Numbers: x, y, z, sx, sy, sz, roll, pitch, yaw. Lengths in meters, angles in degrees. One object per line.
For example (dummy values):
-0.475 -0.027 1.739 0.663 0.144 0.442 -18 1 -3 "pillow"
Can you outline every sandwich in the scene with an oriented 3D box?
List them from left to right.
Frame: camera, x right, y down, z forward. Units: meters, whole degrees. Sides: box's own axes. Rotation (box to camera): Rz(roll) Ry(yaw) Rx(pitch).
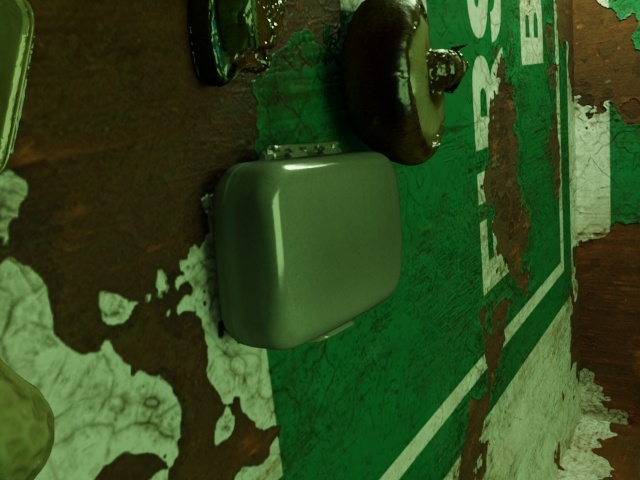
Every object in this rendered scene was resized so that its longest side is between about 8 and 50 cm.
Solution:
-0.092 -0.299 0.849 0.159 0.079 0.235 44 55 -50 "sandwich"

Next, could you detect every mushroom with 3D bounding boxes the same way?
0.136 -0.276 1.148 0.278 0.163 0.297 -27 114 -45 "mushroom"

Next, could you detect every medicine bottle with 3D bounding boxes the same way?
0.000 0.000 0.972 0.375 0.123 0.282 -18 108 -57 "medicine bottle"

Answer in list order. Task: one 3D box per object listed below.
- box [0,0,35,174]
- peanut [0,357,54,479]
-0.292 -0.131 0.522 0.111 0.111 0.177 20 76 -57 "box"
-0.296 0.089 0.510 0.136 0.120 0.298 -44 130 -42 "peanut"
